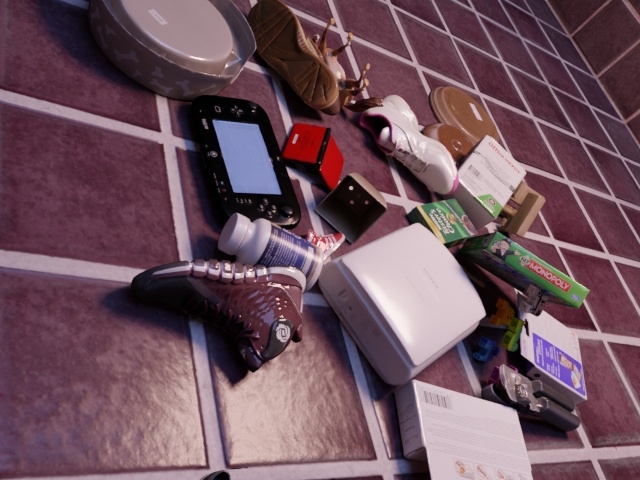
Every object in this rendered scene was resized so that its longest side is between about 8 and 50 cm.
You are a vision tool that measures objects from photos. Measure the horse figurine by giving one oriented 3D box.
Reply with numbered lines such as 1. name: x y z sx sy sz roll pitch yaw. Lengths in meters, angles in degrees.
1. horse figurine: 0.048 -0.413 1.632 0.066 0.174 0.263 -27 85 -32

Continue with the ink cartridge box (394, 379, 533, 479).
1. ink cartridge box: 0.265 0.390 1.172 0.275 0.060 0.239 21 45 -29

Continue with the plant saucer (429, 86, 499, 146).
1. plant saucer: 0.449 -0.373 2.044 0.277 0.041 0.278 25 41 -24

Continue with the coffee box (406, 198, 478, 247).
1. coffee box: 0.296 -0.039 1.599 0.184 0.040 0.113 -11 65 -47

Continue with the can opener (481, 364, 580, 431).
1. can opener: 0.432 0.336 1.377 0.283 0.095 0.076 32 37 -38

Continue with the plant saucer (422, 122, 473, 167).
1. plant saucer: 0.372 -0.256 1.856 0.198 0.036 0.199 20 50 -26

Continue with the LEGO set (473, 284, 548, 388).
1. LEGO set: 0.401 0.197 1.393 0.093 0.227 0.087 18 7 -37

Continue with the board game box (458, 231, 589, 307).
1. board game box: 0.426 0.063 1.444 0.213 0.046 0.317 32 -1 3

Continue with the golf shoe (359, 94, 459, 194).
1. golf shoe: 0.213 -0.224 1.650 0.140 0.115 0.306 -23 67 -39

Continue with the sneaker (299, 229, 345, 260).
1. sneaker: 0.000 0.000 1.288 0.067 0.042 0.118 49 40 -2

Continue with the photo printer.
1. photo printer: 0.174 0.105 1.285 0.307 0.107 0.256 -22 73 -45

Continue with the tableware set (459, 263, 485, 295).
1. tableware set: 0.258 0.092 1.448 0.194 0.039 0.128 37 54 -2

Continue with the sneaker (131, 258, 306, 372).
1. sneaker: -0.140 0.120 1.009 0.281 0.106 0.163 2 71 -28

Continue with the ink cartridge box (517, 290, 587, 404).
1. ink cartridge box: 0.523 0.248 1.549 0.208 0.045 0.206 35 38 -15

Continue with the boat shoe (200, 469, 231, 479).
1. boat shoe: -0.154 0.348 0.833 0.049 0.040 0.142 38 38 -10

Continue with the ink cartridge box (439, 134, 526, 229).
1. ink cartridge box: 0.423 -0.153 1.739 0.153 0.087 0.208 44 56 -2

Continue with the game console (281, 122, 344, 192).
1. game console: -0.014 -0.180 1.460 0.124 0.085 0.144 10 41 5

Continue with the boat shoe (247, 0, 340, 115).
1. boat shoe: -0.056 -0.432 1.587 0.342 0.123 0.123 53 8 21

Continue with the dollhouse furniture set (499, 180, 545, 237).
1. dollhouse furniture set: 0.566 -0.069 1.795 0.123 0.144 0.151 29 5 -22

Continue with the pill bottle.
1. pill bottle: -0.087 0.020 1.147 0.169 0.094 0.094 27 41 -23

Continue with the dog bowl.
1. dog bowl: -0.303 -0.428 1.342 0.348 0.102 0.349 24 42 -25

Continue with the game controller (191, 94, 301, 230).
1. game controller: -0.146 -0.151 1.269 0.166 0.067 0.319 6 52 -40

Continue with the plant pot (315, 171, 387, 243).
1. plant pot: 0.072 -0.079 1.383 0.109 0.109 0.096 42 26 -4
